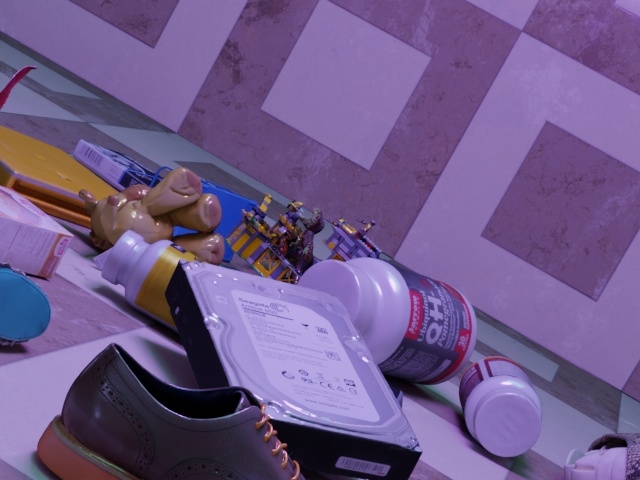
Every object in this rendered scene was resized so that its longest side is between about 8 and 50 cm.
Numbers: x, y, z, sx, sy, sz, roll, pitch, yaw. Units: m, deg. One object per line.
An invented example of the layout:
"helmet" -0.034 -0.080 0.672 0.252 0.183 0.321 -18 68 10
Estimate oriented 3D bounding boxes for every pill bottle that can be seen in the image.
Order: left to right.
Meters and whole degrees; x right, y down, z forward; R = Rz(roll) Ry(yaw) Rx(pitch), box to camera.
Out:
"pill bottle" -0.193 0.063 2.016 0.184 0.103 0.103 30 8 5
"pill bottle" 0.099 0.124 2.413 0.176 0.176 0.319 35 10 37
"pill bottle" 0.284 0.262 2.387 0.121 0.121 0.221 29 8 -3

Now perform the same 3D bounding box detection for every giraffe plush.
"giraffe plush" -0.266 -0.021 2.234 0.210 0.181 0.170 -15 18 -26

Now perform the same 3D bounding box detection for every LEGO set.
"LEGO set" 0.000 0.000 2.659 0.255 0.192 0.331 46 9 18

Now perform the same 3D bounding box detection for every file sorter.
"file sorter" -0.216 -0.050 2.639 0.104 0.118 0.170 31 7 35

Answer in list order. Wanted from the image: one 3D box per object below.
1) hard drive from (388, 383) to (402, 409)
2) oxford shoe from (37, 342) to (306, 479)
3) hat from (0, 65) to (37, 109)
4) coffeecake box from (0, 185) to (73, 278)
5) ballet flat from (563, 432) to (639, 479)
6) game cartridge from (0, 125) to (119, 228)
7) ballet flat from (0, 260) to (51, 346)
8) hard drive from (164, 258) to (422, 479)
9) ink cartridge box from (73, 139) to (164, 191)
"hard drive" 0.010 0.203 1.924 0.172 0.054 0.255 31 16 13
"oxford shoe" -0.063 0.215 1.366 0.364 0.132 0.130 27 7 -15
"hat" -0.513 -0.186 2.182 0.173 0.183 0.208 26 8 -23
"coffeecake box" -0.425 -0.027 1.894 0.142 0.068 0.185 33 8 35
"ballet flat" 0.465 0.372 2.337 0.182 0.164 0.483 8 -1 7
"game cartridge" -0.458 -0.110 2.434 0.285 0.052 0.324 22 8 -44
"ballet flat" -0.362 0.058 1.529 0.077 0.091 0.241 8 -5 22
"hard drive" -0.039 0.150 1.808 0.237 0.064 0.339 15 23 -25
"ink cartridge box" -0.334 -0.110 2.882 0.206 0.045 0.208 33 7 30
